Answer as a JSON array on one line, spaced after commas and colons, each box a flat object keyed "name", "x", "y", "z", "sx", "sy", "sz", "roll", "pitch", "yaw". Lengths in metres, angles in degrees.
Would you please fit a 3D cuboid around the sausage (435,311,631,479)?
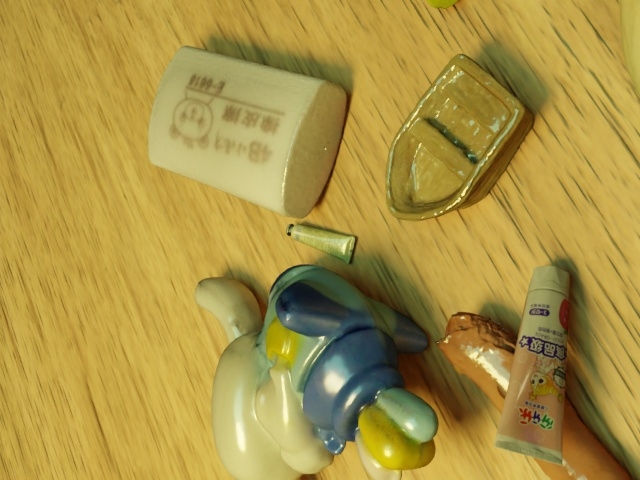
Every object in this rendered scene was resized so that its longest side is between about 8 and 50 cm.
[{"name": "sausage", "x": 0.231, "y": 0.188, "z": 0.862, "sx": 0.078, "sy": 0.078, "sz": 0.304, "roll": -51, "pitch": 62, "yaw": 25}]

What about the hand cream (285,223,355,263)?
[{"name": "hand cream", "x": 0.000, "y": 0.000, "z": 1.089, "sx": 0.102, "sy": 0.022, "sz": 0.035, "roll": 18, "pitch": 99, "yaw": 32}]

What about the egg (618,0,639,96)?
[{"name": "egg", "x": 0.392, "y": -0.179, "z": 0.614, "sx": 0.344, "sy": 0.283, "sz": 0.283, "roll": 1, "pitch": 89, "yaw": 14}]

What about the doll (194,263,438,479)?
[{"name": "doll", "x": -0.011, "y": 0.163, "z": 1.006, "sx": 0.365, "sy": 0.187, "sz": 0.376, "roll": -36, "pitch": 78, "yaw": 43}]

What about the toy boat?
[{"name": "toy boat", "x": 0.146, "y": -0.098, "z": 0.950, "sx": 0.116, "sy": 0.061, "sz": 0.188, "roll": 48, "pitch": 116, "yaw": 28}]

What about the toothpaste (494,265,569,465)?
[{"name": "toothpaste", "x": 0.214, "y": 0.117, "z": 0.842, "sx": 0.043, "sy": 0.067, "sz": 0.195, "roll": 111, "pitch": 175, "yaw": -61}]

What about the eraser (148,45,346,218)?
[{"name": "eraser", "x": -0.104, "y": -0.148, "z": 1.133, "sx": 0.270, "sy": 0.094, "sz": 0.174, "roll": 22, "pitch": 99, "yaw": 36}]

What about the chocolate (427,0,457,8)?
[{"name": "chocolate", "x": 0.160, "y": -0.455, "z": 0.906, "sx": 0.300, "sy": 0.137, "sz": 0.289, "roll": -33, "pitch": 69, "yaw": 33}]
